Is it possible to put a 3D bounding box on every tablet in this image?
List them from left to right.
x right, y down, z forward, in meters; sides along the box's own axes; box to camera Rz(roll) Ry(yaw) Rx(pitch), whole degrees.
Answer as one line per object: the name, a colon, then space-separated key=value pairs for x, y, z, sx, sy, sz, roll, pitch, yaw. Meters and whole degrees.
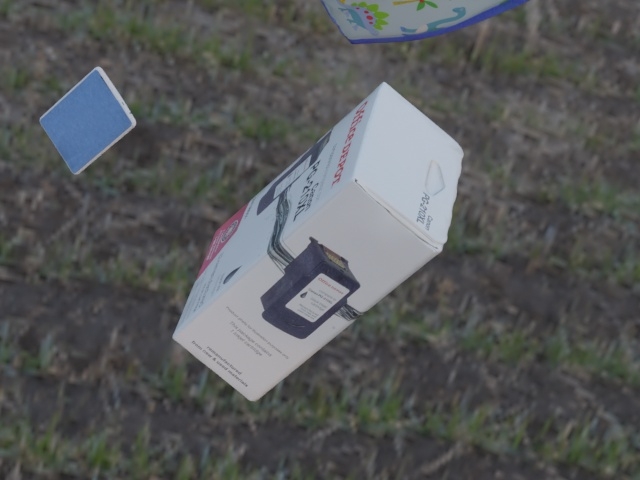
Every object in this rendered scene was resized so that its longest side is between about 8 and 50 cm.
tablet: x=-0.179 y=-0.091 z=1.287 sx=0.054 sy=0.083 sz=0.006 roll=57 pitch=39 yaw=2

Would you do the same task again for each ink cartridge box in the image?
ink cartridge box: x=0.000 y=0.000 z=1.425 sx=0.100 sy=0.237 sz=0.172 roll=40 pitch=32 yaw=-15

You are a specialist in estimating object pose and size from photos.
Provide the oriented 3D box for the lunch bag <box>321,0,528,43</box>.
lunch bag: x=0.056 y=-0.182 z=0.924 sx=0.151 sy=0.129 sz=0.096 roll=-28 pitch=50 yaw=9
